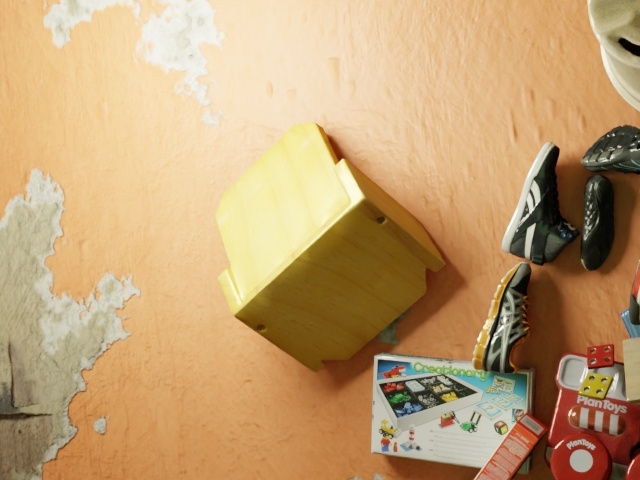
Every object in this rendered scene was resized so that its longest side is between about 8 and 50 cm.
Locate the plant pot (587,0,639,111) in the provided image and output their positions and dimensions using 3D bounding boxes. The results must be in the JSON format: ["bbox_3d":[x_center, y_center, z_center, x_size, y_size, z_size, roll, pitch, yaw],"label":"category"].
[{"bbox_3d":[0.572,-0.360,1.664,0.334,0.305,0.333,0,90,29],"label":"plant pot"}]

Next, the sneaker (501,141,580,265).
[{"bbox_3d":[0.419,-0.059,1.889,0.121,0.079,0.216,24,109,17],"label":"sneaker"}]

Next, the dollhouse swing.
[{"bbox_3d":[0.000,0.000,2.075,0.315,0.305,0.347,38,110,-26],"label":"dollhouse swing"}]

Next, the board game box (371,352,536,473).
[{"bbox_3d":[0.248,0.322,1.981,0.305,0.053,0.193,4,94,23],"label":"board game box"}]

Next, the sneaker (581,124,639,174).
[{"bbox_3d":[0.553,-0.138,1.773,0.106,0.101,0.267,48,155,-18],"label":"sneaker"}]

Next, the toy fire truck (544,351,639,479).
[{"bbox_3d":[0.539,0.334,1.811,0.302,0.169,0.253,9,74,25],"label":"toy fire truck"}]

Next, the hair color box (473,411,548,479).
[{"bbox_3d":[0.331,0.393,1.870,0.053,0.093,0.167,38,107,17],"label":"hair color box"}]

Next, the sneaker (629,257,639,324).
[{"bbox_3d":[0.623,0.029,1.780,0.145,0.090,0.270,16,88,23],"label":"sneaker"}]

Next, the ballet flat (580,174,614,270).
[{"bbox_3d":[0.493,-0.031,1.878,0.057,0.049,0.173,3,98,-10],"label":"ballet flat"}]

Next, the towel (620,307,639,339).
[{"bbox_3d":[0.592,0.135,1.841,0.119,0.029,0.067,-23,82,23],"label":"towel"}]

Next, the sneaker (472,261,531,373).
[{"bbox_3d":[0.347,0.143,1.910,0.083,0.084,0.214,19,90,20],"label":"sneaker"}]

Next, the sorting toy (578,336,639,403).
[{"bbox_3d":[0.576,0.222,1.777,0.275,0.132,0.046,-12,131,22],"label":"sorting toy"}]
